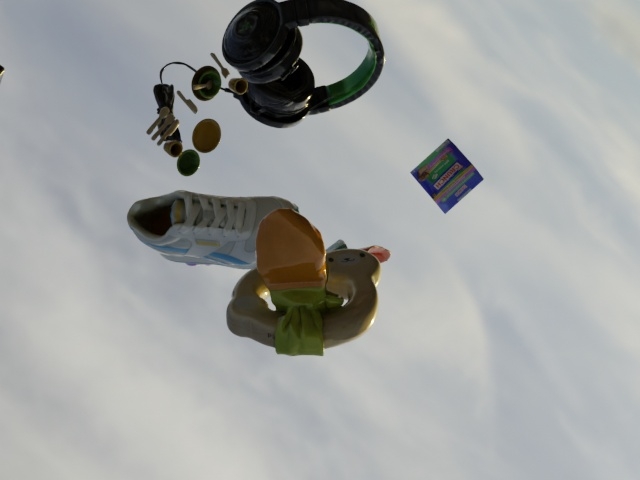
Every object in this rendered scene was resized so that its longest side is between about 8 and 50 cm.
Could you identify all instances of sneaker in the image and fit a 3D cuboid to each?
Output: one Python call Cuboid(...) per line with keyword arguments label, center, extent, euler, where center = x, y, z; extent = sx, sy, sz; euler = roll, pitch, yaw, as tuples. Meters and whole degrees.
Cuboid(label="sneaker", center=(-0.131, -0.017, 1.758), extent=(0.092, 0.228, 0.087), euler=(36, -125, -53))

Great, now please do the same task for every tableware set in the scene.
Cuboid(label="tableware set", center=(-0.156, -0.165, 1.923), extent=(0.024, 0.154, 0.104), euler=(21, 158, 47))

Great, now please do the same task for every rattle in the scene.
Cuboid(label="rattle", center=(0.000, 0.000, 1.219), extent=(0.199, 0.130, 0.143), euler=(-39, -60, -46))

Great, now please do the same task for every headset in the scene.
Cuboid(label="headset", center=(-0.085, -0.270, 2.405), extent=(0.243, 0.394, 0.185), euler=(73, -173, -55))

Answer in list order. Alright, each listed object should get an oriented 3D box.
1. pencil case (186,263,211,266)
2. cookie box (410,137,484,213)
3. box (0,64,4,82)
Cuboid(label="pencil case", center=(-0.129, -0.004, 2.347), extent=(0.088, 0.206, 0.086), euler=(42, -134, -70))
Cuboid(label="cookie box", center=(0.215, -0.110, 2.447), extent=(0.040, 0.092, 0.107), euler=(44, -173, -37))
Cuboid(label="box", center=(-0.496, -0.103, 1.686), extent=(0.103, 0.184, 0.261), euler=(36, -117, -1))
